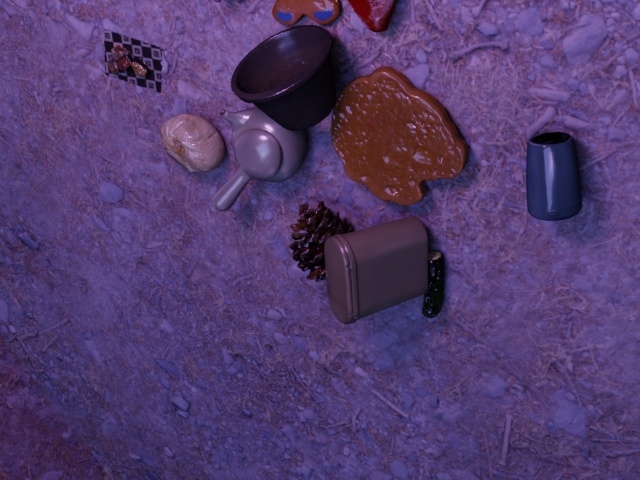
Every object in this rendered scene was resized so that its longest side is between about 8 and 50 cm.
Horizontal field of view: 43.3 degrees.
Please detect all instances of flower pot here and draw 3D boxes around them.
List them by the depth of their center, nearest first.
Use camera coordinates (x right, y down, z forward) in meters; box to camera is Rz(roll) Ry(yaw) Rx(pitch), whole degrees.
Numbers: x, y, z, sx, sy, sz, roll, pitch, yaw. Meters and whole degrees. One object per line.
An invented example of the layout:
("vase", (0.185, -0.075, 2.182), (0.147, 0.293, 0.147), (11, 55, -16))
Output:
("flower pot", (-0.062, -0.371, 1.926), (0.268, 0.269, 0.166), (-6, 136, 32))

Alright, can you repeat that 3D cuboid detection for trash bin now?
("trash bin", (0.146, 0.073, 2.049), (0.121, 0.247, 0.243), (42, 142, 53))

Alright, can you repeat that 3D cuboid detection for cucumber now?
("cucumber", (0.298, 0.114, 2.122), (0.058, 0.058, 0.187), (12, 122, 23))

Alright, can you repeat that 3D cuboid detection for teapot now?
("teapot", (-0.159, -0.201, 2.121), (0.219, 0.149, 0.318), (23, 126, 17))

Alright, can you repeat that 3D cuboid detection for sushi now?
("sushi", (-0.525, -0.490, 2.226), (0.200, 0.031, 0.139), (20, 126, 17))

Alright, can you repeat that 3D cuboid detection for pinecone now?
("pinecone", (0.002, 0.003, 2.128), (0.179, 0.184, 0.205), (-34, 110, 5))

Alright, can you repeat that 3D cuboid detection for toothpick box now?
("toothpick box", (0.516, -0.146, 1.795), (0.120, 0.120, 0.184), (2, 117, 28))

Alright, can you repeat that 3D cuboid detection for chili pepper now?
("chili pepper", (0.107, -0.584, 1.777), (0.144, 0.136, 0.253), (-34, 116, -5))

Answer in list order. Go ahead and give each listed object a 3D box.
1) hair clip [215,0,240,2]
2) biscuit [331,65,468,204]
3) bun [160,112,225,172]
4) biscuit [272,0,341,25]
("hair clip", (-0.293, -0.685, 1.939), (0.278, 0.090, 0.137), (43, 121, -1))
("biscuit", (0.181, -0.242, 1.964), (0.351, 0.057, 0.312), (36, 130, 7))
("bun", (-0.358, -0.263, 2.220), (0.188, 0.111, 0.164), (46, 133, -8))
("biscuit", (-0.072, -0.657, 1.861), (0.205, 0.049, 0.324), (4, 118, 29))
